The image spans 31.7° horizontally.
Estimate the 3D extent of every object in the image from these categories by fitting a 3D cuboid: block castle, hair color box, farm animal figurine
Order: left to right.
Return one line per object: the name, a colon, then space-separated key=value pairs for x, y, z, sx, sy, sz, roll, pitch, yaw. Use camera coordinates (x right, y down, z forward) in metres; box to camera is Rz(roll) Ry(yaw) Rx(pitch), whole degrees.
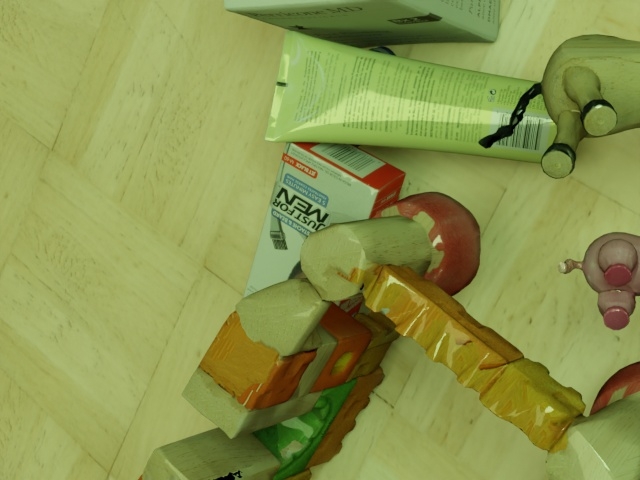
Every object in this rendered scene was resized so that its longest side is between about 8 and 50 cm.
hair color box: x=0.000 y=0.000 z=0.956 sx=0.093 sy=0.053 sz=0.167 roll=30 pitch=124 yaw=20
block castle: x=0.048 y=0.215 z=0.864 sx=0.303 sy=0.213 sz=0.453 roll=39 pitch=113 yaw=23
farm animal figurine: x=0.319 y=-0.045 z=0.682 sx=0.327 sy=0.172 sz=0.330 roll=-33 pitch=109 yaw=29

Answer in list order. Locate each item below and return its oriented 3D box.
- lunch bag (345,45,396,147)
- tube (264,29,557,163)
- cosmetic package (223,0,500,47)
lunch bag: x=0.035 y=-0.121 z=0.962 sx=0.098 sy=0.065 sz=0.067 roll=-32 pitch=91 yaw=33
tube: x=0.079 y=-0.107 z=0.886 sx=0.240 sy=0.070 sz=0.062 roll=9 pitch=135 yaw=12
cosmetic package: x=0.040 y=-0.242 z=0.891 sx=0.151 sy=0.184 sz=0.151 roll=3 pitch=91 yaw=35
